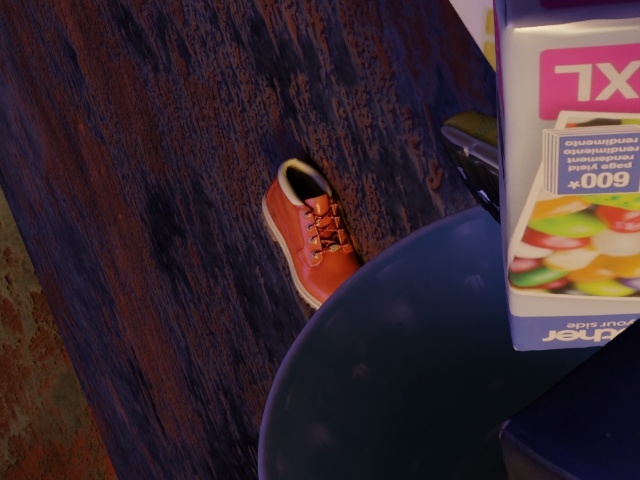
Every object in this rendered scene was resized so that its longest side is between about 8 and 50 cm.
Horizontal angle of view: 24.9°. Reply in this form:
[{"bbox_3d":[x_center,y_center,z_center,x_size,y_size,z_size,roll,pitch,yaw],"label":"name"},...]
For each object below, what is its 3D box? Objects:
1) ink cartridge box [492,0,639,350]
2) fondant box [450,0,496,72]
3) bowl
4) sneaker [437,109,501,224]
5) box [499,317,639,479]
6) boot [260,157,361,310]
[{"bbox_3d":[0.165,-0.026,0.583,0.311,0.186,0.065,74,-167,-64],"label":"ink cartridge box"},{"bbox_3d":[0.126,-0.190,0.686,0.330,0.096,0.238,62,160,21],"label":"fondant box"},{"bbox_3d":[0.137,0.135,0.862,0.311,0.311,0.163,37,162,48],"label":"bowl"},{"bbox_3d":[0.159,-0.043,0.835,0.208,0.094,0.081,25,162,41],"label":"sneaker"},{"bbox_3d":[0.255,0.079,0.315,0.294,0.296,0.182,33,151,45],"label":"box"},{"bbox_3d":[0.000,0.000,1.300,0.158,0.059,0.084,56,153,18],"label":"boot"}]
